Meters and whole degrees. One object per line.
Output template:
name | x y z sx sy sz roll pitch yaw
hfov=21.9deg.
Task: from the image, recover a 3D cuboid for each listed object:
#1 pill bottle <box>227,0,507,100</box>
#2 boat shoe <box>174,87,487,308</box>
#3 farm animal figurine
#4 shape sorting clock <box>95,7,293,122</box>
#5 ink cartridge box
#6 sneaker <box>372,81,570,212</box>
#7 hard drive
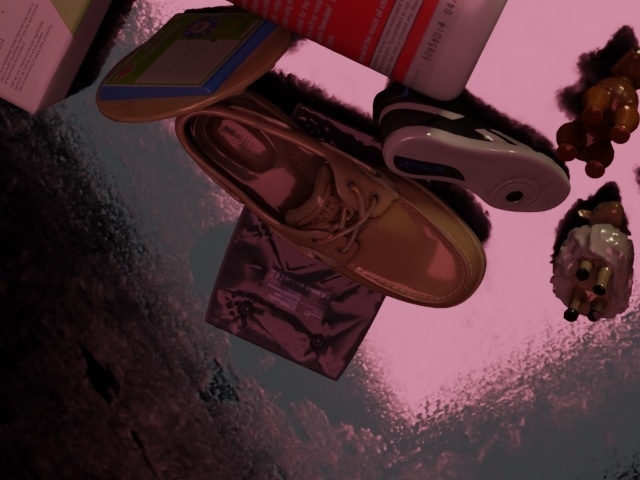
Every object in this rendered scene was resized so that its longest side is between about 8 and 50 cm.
pill bottle | -0.009 -0.313 1.549 0.408 0.229 0.229 25 105 1
boat shoe | 0.005 -0.031 1.618 0.341 0.110 0.121 30 104 0
farm animal figurine | 0.396 -0.059 1.590 0.330 0.172 0.326 8 121 14
shape sorting clock | -0.123 -0.171 1.616 0.206 0.206 0.040 -13 123 11
ink cartridge box | -0.350 -0.282 1.661 0.273 0.115 0.198 29 105 0
sneaker | 0.153 -0.109 1.656 0.217 0.121 0.079 16 134 -28
hard drive | 0.000 0.000 1.712 0.172 0.054 0.254 24 104 1
